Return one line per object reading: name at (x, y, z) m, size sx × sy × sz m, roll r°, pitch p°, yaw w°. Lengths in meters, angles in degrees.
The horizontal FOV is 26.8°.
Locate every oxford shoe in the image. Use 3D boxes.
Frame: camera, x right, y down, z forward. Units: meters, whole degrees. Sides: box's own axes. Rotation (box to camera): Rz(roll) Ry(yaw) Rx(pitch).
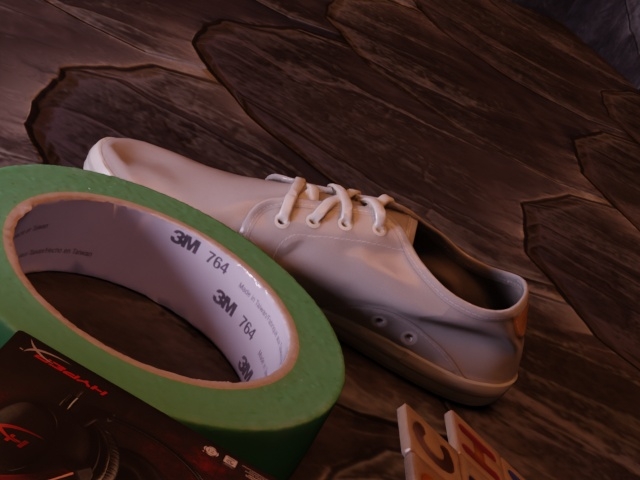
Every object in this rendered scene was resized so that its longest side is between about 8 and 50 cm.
oxford shoe at (0.000, 0.000, 1.238) m, size 0.449 × 0.130 × 0.169 m, roll 26°, pitch 25°, yaw -5°

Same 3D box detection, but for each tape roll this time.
tape roll at (-0.139, 0.062, 1.010) m, size 0.321 × 0.077 × 0.321 m, roll 25°, pitch 23°, yaw -12°

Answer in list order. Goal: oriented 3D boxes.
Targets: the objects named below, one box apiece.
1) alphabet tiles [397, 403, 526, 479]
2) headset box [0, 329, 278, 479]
alphabet tiles at (0.173, 0.261, 0.900) m, size 0.342 × 0.011 × 0.285 m, roll 44°, pitch 18°, yaw -18°
headset box at (-0.140, 0.195, 0.684) m, size 0.218 × 0.110 × 0.293 m, roll 30°, pitch 23°, yaw 1°
